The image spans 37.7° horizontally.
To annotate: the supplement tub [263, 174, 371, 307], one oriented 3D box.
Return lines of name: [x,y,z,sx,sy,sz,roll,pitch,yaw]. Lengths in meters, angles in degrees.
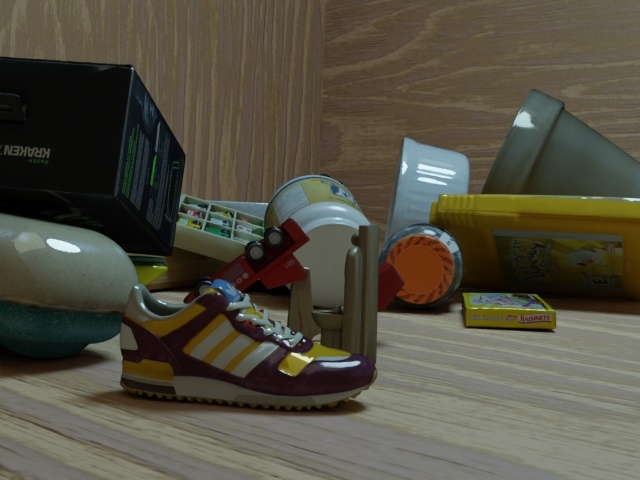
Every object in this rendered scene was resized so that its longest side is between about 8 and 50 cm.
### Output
supplement tub: [0.000,0.000,1.323,0.145,0.144,0.199,2,20,-11]

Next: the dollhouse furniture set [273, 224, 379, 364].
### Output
dollhouse furniture set: [-0.039,0.046,0.773,0.151,0.123,0.144,2,2,13]

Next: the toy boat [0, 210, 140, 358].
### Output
toy boat: [-0.331,0.040,0.793,0.268,0.148,0.318,11,0,41]

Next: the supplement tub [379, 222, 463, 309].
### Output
supplement tub: [0.142,0.034,1.318,0.117,0.116,0.190,2,2,7]

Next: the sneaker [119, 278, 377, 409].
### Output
sneaker: [-0.052,0.070,0.663,0.186,0.083,0.069,2,2,4]

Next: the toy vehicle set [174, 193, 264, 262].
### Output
toy vehicle set: [-0.161,-0.016,1.525,0.166,0.035,0.267,17,10,-7]

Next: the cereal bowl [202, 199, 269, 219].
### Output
cereal bowl: [-0.155,-0.012,1.922,0.339,0.141,0.339,2,3,0]

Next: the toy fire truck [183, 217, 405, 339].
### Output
toy fire truck: [-0.027,0.053,0.957,0.192,0.135,0.047,-37,6,-3]

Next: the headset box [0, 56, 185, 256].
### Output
headset box: [-0.290,-0.082,0.964,0.247,0.131,0.283,4,-12,4]

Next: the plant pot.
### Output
plant pot: [0.431,-0.062,1.630,0.281,0.323,0.323,25,8,12]

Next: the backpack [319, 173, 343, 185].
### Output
backpack: [-0.003,-0.012,1.704,0.152,0.182,0.115,-30,-2,13]

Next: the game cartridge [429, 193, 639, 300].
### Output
game cartridge: [0.345,0.015,1.456,0.324,0.052,0.285,1,-25,18]

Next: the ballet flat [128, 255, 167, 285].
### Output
ballet flat: [-0.289,0.049,1.077,0.231,0.077,0.077,4,-2,7]

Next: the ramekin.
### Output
ramekin: [0.206,-0.057,1.849,0.135,0.277,0.277,9,3,1]

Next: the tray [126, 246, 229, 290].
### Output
tray: [-0.310,0.036,1.464,0.203,0.076,0.411,4,4,26]

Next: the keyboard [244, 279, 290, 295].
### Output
keyboard: [-0.058,0.063,1.441,0.192,0.038,0.100,2,2,33]

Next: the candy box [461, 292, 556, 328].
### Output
candy box: [0.234,0.088,1.194,0.105,0.027,0.206,-1,2,7]
